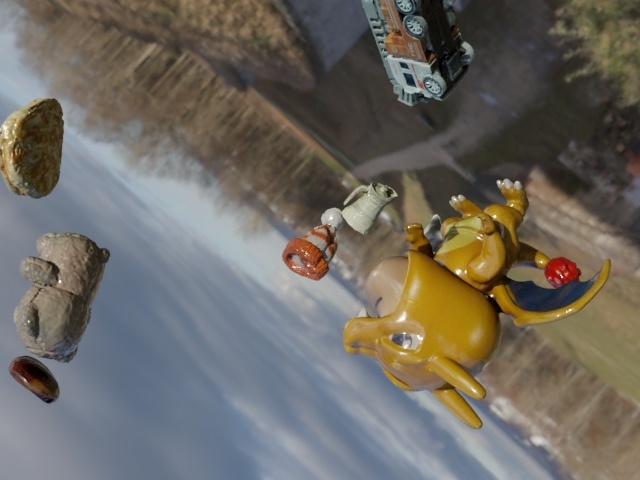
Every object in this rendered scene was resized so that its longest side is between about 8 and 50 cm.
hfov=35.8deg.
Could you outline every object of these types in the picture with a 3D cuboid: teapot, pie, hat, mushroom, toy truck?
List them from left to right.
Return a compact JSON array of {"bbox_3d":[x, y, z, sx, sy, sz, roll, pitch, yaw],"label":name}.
[{"bbox_3d":[-0.535,-0.172,1.833,0.084,0.179,0.205,4,-158,5],"label":"pie"},{"bbox_3d":[-0.574,0.278,2.003,0.123,0.052,0.123,45,177,3],"label":"mushroom"},{"bbox_3d":[0.000,0.000,2.125,0.112,0.162,0.093,19,143,33],"label":"hat"},{"bbox_3d":[0.075,-0.057,1.548,0.067,0.083,0.057,33,-155,-21],"label":"teapot"},{"bbox_3d":[0.187,-0.424,2.010,0.184,0.133,0.338,18,145,40],"label":"toy truck"}]

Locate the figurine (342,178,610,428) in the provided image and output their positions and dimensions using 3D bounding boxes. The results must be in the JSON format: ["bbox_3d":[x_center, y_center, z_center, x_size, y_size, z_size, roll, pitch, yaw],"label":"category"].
[{"bbox_3d":[0.257,0.092,1.703,0.401,0.387,0.268,4,141,47],"label":"figurine"}]

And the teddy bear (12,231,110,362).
[{"bbox_3d":[-0.533,0.115,2.026,0.151,0.267,0.236,3,149,25],"label":"teddy bear"}]

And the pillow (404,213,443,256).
[{"bbox_3d":[0.222,0.018,2.072,0.055,0.135,0.091,34,-158,-4],"label":"pillow"}]
